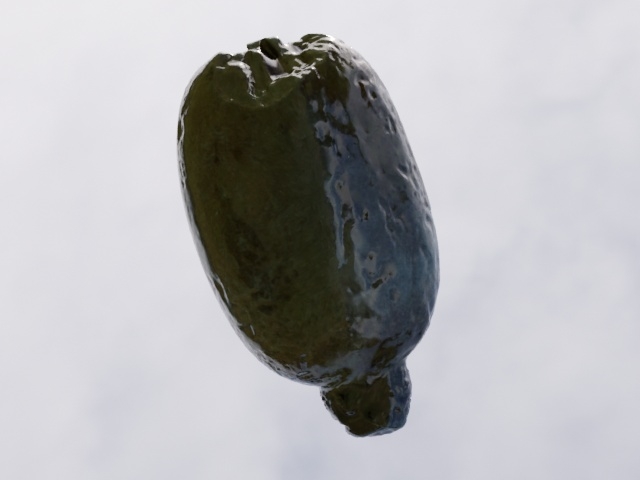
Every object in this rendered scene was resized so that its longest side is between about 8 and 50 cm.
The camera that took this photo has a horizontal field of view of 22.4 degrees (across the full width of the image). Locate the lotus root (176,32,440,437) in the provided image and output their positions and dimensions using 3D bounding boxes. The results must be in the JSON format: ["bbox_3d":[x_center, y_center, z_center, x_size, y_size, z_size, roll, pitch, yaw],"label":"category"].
[{"bbox_3d":[0.000,0.000,0.743,0.088,0.113,0.192,-2,-74,68],"label":"lotus root"}]
